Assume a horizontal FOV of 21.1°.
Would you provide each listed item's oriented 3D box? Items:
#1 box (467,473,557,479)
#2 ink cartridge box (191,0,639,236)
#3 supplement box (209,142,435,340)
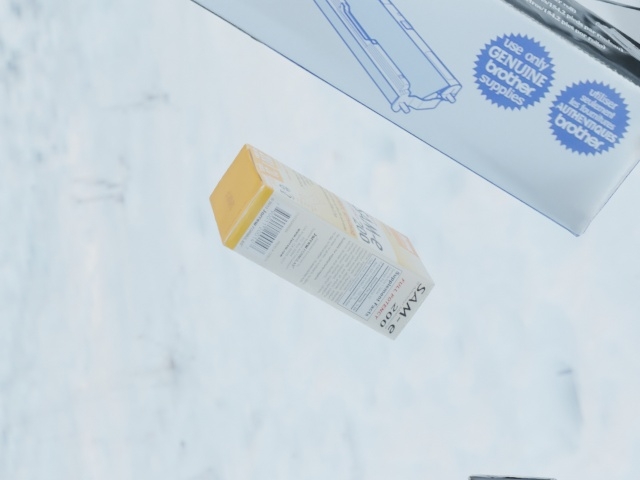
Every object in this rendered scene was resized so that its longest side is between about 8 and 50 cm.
[{"bbox_3d":[0.068,0.198,0.624,0.207,0.036,0.114,-81,-10,-51],"label":"box"},{"bbox_3d":[-0.006,-0.089,0.447,0.046,0.207,0.097,-56,7,27],"label":"ink cartridge box"},{"bbox_3d":[0.000,0.000,0.812,0.036,0.098,0.062,-55,21,13],"label":"supplement box"}]
